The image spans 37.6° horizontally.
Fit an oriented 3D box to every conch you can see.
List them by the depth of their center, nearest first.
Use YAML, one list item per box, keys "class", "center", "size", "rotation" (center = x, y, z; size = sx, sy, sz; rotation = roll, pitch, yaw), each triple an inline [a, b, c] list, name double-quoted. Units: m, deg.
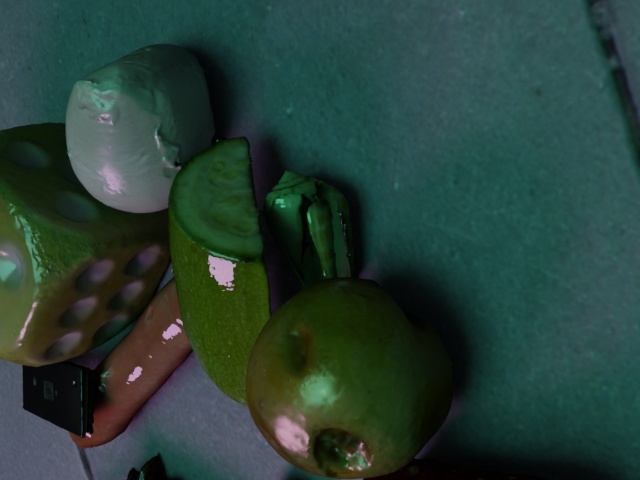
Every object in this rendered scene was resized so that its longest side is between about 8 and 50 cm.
- class: "conch"
  center: [0.000, 0.000, 1.035]
  size: [0.105, 0.079, 0.170]
  rotation: [-1, 116, 50]

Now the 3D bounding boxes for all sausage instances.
- class: "sausage"
  center: [-0.237, 0.161, 1.260]
  size: [0.419, 0.094, 0.094]
  rotation: [-47, 33, 39]

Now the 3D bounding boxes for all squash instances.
- class: "squash"
  center: [-0.113, 0.053, 1.096]
  size: [0.289, 0.111, 0.203]
  rotation: [88, 172, -50]

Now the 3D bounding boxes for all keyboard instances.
- class: "keyboard"
  center: [-0.384, 0.213, 1.364]
  size: [0.317, 0.027, 0.106]
  rotation: [-2, 88, 59]

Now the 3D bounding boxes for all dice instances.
- class: "dice"
  center: [-0.353, 0.005, 1.227]
  size: [0.233, 0.226, 0.238]
  rotation: [44, 125, 19]

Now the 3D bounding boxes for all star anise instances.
- class: "star anise"
  center: [-0.276, 0.380, 1.375]
  size: [0.190, 0.070, 0.097]
  rotation: [-26, 88, 43]

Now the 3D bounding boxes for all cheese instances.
- class: "cheese"
  center: [-0.209, -0.125, 1.092]
  size: [0.154, 0.198, 0.189]
  rotation: [-1, 112, 19]

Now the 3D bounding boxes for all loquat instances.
- class: "loquat"
  center: [0.034, 0.136, 0.959]
  size: [0.213, 0.213, 0.213]
  rotation: [12, 110, 37]

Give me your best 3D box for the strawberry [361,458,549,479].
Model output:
- class: "strawberry"
  center: [0.130, 0.356, 0.912]
  size: [0.345, 0.295, 0.317]
  rotation: [24, 155, 51]
